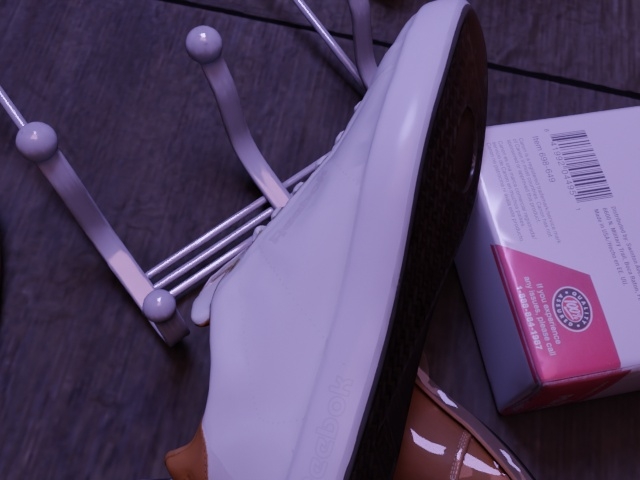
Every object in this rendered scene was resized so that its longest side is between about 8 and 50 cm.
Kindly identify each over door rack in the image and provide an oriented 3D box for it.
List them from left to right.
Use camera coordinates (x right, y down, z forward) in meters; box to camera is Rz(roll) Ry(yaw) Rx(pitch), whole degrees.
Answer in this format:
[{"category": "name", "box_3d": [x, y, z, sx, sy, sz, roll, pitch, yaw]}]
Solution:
[{"category": "over door rack", "box_3d": [-0.098, -0.127, 0.479, 0.239, 0.108, 0.324, -35, 72, -19]}]

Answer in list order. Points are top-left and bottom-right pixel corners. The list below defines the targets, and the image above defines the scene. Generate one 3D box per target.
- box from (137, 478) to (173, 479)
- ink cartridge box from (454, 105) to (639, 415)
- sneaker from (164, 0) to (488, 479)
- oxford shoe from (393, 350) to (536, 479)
[{"category": "box", "box_3d": [-0.128, 0.226, 0.351, 0.114, 0.036, 0.207, -1, 65, -5]}, {"category": "ink cartridge box", "box_3d": [0.199, 0.004, 0.447, 0.217, 0.092, 0.159, -9, 66, -6]}, {"category": "sneaker", "box_3d": [0.000, 0.000, 0.371, 0.123, 0.106, 0.290, 12, 72, 28]}, {"category": "oxford shoe", "box_3d": [0.063, 0.123, 0.401, 0.076, 0.076, 0.212, -42, 65, -6]}]
